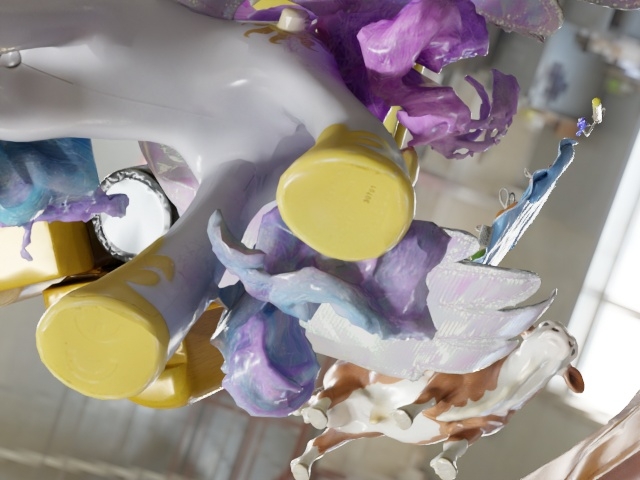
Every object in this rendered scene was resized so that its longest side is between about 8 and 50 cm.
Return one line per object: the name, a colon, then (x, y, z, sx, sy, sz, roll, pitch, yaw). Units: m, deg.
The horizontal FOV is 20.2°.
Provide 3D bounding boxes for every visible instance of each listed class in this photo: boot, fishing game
boot: (0.208, 0.198, 1.344, 0.096, 0.280, 0.264, 52, -167, -16)
fishing game: (0.160, -0.018, 1.558, 0.041, 0.264, 0.189, 37, -172, 10)

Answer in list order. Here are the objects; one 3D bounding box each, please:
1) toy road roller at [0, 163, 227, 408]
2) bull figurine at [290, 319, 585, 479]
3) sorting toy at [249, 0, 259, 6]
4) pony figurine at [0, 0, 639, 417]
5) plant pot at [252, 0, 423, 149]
toy road roller: (-0.206, 0.050, 1.814, 0.329, 0.240, 0.202, -9, -176, 27)
bull figurine: (0.107, 0.154, 1.741, 0.310, 0.101, 0.188, -13, -166, 41)
sorting toy: (-0.209, -0.181, 1.241, 0.255, 0.257, 0.089, 29, -149, -58)
pony figurine: (-0.032, -0.065, 0.751, 0.351, 0.303, 0.363, 18, -158, -2)
plant pot: (-0.030, -0.161, 1.676, 0.239, 0.254, 0.254, 16, -173, 5)
